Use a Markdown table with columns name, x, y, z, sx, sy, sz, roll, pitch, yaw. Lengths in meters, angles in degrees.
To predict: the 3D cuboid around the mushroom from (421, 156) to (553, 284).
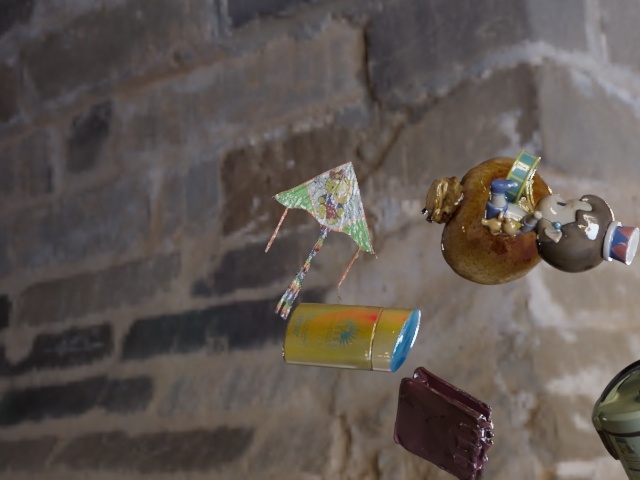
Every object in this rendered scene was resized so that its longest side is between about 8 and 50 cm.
| name | x | y | z | sx | sy | sz | roll | pitch | yaw |
| --- | --- | --- | --- | --- | --- | --- | --- | --- | --- |
| mushroom | 0.347 | -0.041 | 2.347 | 0.283 | 0.264 | 0.195 | 11 | -179 | -4 |

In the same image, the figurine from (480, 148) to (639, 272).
| name | x | y | z | sx | sy | sz | roll | pitch | yaw |
| --- | --- | --- | --- | --- | --- | --- | --- | --- | --- |
| figurine | 0.419 | -0.035 | 2.035 | 0.275 | 0.158 | 0.161 | 29 | -166 | 7 |

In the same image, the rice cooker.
| name | x | y | z | sx | sy | sz | roll | pitch | yaw |
| --- | --- | --- | --- | --- | --- | --- | --- | --- | --- |
| rice cooker | 0.558 | 0.293 | 1.834 | 0.226 | 0.244 | 0.226 | -28 | -171 | 5 |

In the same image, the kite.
| name | x | y | z | sx | sy | sz | roll | pitch | yaw |
| --- | --- | --- | --- | --- | --- | --- | --- | --- | --- |
| kite | 0.000 | 0.000 | 1.598 | 0.198 | 0.244 | 0.006 | 34 | 161 | -32 |

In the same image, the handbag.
| name | x | y | z | sx | sy | sz | roll | pitch | yaw |
| --- | --- | --- | --- | --- | --- | --- | --- | --- | --- |
| handbag | 0.260 | 0.383 | 2.429 | 0.216 | 0.203 | 0.074 | 25 | -138 | 31 |

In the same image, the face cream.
| name | x | y | z | sx | sy | sz | roll | pitch | yaw |
| --- | --- | --- | --- | --- | --- | --- | --- | --- | --- |
| face cream | 0.063 | 0.198 | 2.396 | 0.285 | 0.139 | 0.067 | 1 | 154 | 30 |
